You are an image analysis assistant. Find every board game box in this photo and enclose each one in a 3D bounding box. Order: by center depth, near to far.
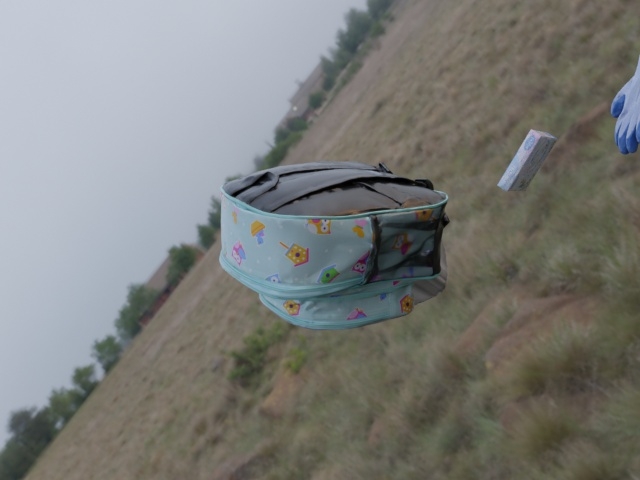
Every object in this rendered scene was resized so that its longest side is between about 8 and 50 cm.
[{"bbox_3d":[0.294,-0.112,1.190,0.090,0.020,0.090,-7,-50,-61],"label":"board game box"}]

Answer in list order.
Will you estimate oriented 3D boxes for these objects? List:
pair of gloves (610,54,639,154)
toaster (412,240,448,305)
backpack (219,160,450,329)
[{"bbox_3d":[0.441,-0.184,1.105,0.198,0.023,0.159,-127,44,-71],"label":"pair of gloves"},{"bbox_3d":[0.059,0.019,1.025,0.227,0.146,0.129,-20,64,23],"label":"toaster"},{"bbox_3d":[0.000,0.000,0.774,0.166,0.188,0.144,31,116,53],"label":"backpack"}]
